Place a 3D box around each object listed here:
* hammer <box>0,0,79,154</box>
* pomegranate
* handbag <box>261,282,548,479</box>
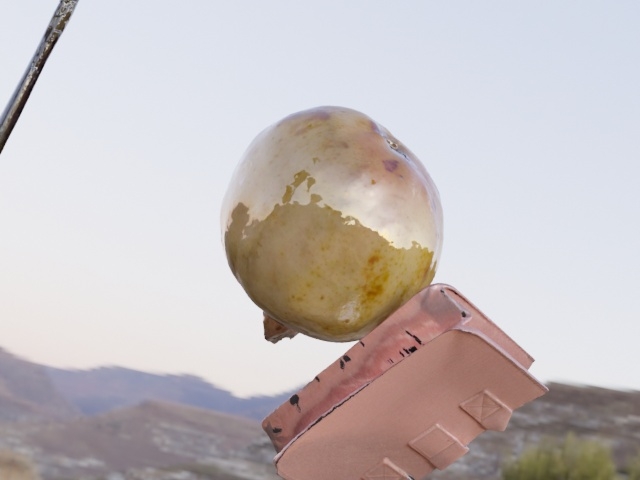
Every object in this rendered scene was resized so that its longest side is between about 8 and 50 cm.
[{"bbox_3d":[-0.198,-0.120,0.848,0.021,0.178,0.065,28,-7,-6],"label":"hammer"},{"bbox_3d":[0.008,-0.013,1.076,0.207,0.207,0.207,12,-11,2],"label":"pomegranate"},{"bbox_3d":[0.071,0.145,1.050,0.157,0.212,0.059,38,20,-38],"label":"handbag"}]
